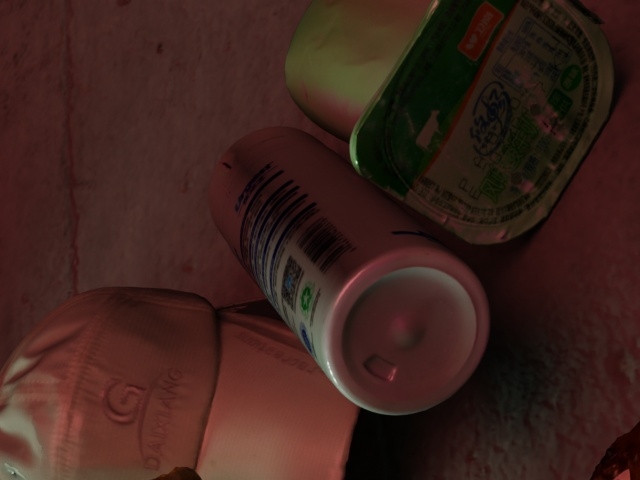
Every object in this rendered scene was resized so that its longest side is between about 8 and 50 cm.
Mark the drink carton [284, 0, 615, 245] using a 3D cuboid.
[{"bbox_3d":[0.064,-0.093,0.942,0.146,0.144,0.142,-59,35,0],"label":"drink carton"}]

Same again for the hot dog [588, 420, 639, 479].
[{"bbox_3d":[0.190,0.162,0.720,0.160,0.099,0.227,-43,44,16],"label":"hot dog"}]

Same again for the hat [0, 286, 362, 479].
[{"bbox_3d":[-0.088,0.122,0.948,0.275,0.161,0.232,1,74,38],"label":"hat"}]

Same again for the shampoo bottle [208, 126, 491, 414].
[{"bbox_3d":[0.000,0.000,0.934,0.092,0.092,0.303,-55,24,5],"label":"shampoo bottle"}]

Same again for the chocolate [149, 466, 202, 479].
[{"bbox_3d":[-0.031,0.215,0.834,0.085,0.085,0.219,-39,77,20],"label":"chocolate"}]
